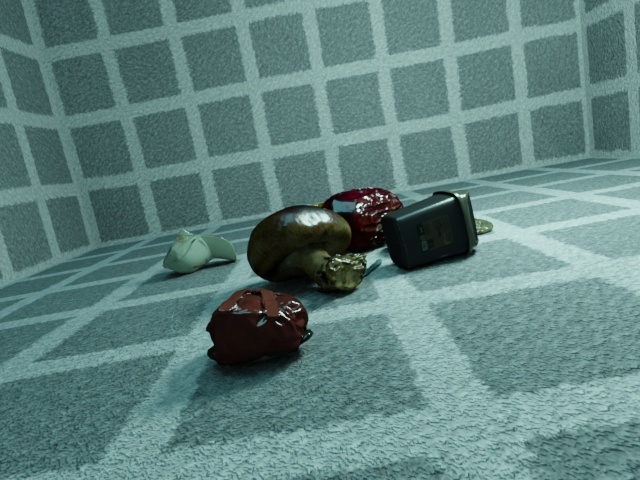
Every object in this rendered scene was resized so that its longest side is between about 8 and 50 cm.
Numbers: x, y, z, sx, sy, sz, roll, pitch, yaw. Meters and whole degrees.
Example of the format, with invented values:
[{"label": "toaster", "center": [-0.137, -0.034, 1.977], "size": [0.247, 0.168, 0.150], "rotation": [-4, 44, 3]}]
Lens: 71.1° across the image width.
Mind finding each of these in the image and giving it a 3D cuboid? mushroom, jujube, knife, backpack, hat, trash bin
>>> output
[{"label": "mushroom", "center": [-0.031, 0.046, 1.409], "size": [0.331, 0.356, 0.334], "rotation": [-29, -18, -51]}, {"label": "jujube", "center": [0.156, -0.086, 1.763], "size": [0.377, 0.258, 0.258], "rotation": [-10, 8, -41]}, {"label": "knife", "center": [0.151, 0.094, 1.425], "size": [0.028, 0.015, 0.210], "rotation": [4, 17, 30]}, {"label": "backpack", "center": [-0.132, 0.170, 0.953], "size": [0.229, 0.138, 0.229], "rotation": [-9, 11, 2]}, {"label": "hat", "center": [-0.519, 0.073, 1.951], "size": [0.302, 0.167, 0.258], "rotation": [11, -15, -12]}, {"label": "trash bin", "center": [0.356, -0.037, 1.422], "size": [0.291, 0.209, 0.182], "rotation": [-19, 14, -12]}]

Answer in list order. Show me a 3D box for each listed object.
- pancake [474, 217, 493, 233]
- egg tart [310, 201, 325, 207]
[{"label": "pancake", "center": [0.579, -0.060, 1.714], "size": [0.158, 0.028, 0.158], "rotation": [1, 22, 0]}, {"label": "egg tart", "center": [0.002, -0.121, 2.367], "size": [0.352, 0.149, 0.352], "rotation": [-16, 9, 3]}]
